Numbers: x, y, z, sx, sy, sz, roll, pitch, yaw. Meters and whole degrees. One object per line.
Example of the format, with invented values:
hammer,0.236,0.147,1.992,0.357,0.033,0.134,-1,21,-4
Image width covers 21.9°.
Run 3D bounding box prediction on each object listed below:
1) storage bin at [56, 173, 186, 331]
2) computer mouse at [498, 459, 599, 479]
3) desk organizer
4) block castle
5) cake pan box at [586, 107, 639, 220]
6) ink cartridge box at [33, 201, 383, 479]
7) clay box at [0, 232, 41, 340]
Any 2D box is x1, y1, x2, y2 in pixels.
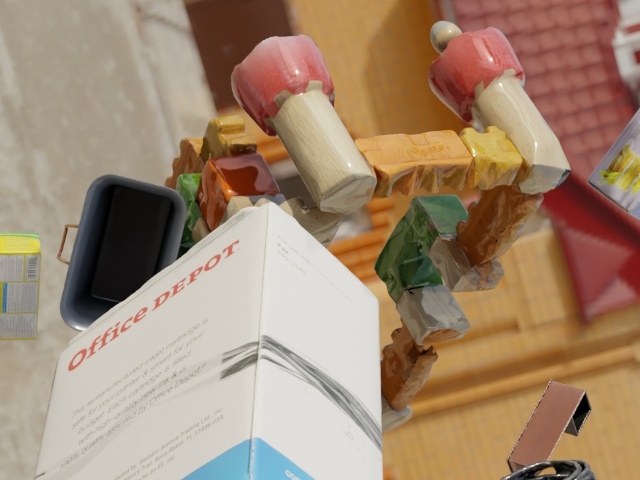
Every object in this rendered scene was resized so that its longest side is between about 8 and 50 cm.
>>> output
storage bin,-0.172,0.010,1.415,0.091,0.098,0.135,-114,-142,-84
computer mouse,0.162,0.248,1.108,0.272,0.188,0.072,-125,-156,-43
desk organizer,0.284,0.240,2.047,0.130,0.050,0.047,-56,142,-28
block castle,0.000,0.000,1.585,0.213,0.303,0.453,61,-39,32
cake pan box,0.413,-0.108,1.683,0.070,0.246,0.267,44,11,34
ink cartridge box,-0.049,0.096,0.675,0.082,0.139,0.191,41,28,-25
clay box,-0.445,0.056,1.959,0.053,0.222,0.127,-112,-154,-57
